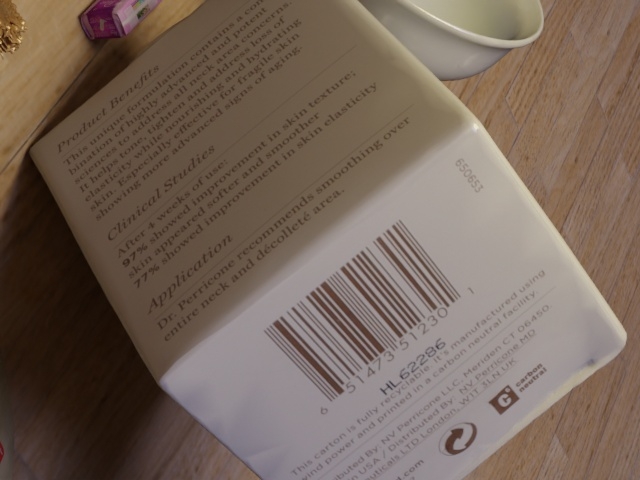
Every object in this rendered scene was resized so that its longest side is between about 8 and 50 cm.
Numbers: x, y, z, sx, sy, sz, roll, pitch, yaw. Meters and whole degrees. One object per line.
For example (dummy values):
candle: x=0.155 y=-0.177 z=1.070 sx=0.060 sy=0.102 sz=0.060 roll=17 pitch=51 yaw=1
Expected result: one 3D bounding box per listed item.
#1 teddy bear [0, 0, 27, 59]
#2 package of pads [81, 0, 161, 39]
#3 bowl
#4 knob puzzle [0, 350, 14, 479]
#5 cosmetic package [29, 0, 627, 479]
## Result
teddy bear: x=-0.346 y=-0.253 z=1.336 sx=0.245 sy=0.113 sz=0.338 roll=29 pitch=56 yaw=-58
package of pads: x=-0.196 y=-0.233 z=1.577 sx=0.083 sy=0.050 sz=0.032 roll=-55 pitch=135 yaw=-42
bowl: x=0.088 y=-0.268 z=1.734 sx=0.298 sy=0.134 sz=0.298 roll=25 pitch=34 yaw=-18
knob puzzle: x=-0.312 y=0.158 z=1.364 sx=0.213 sy=0.030 sz=0.213 roll=-8 pitch=90 yaw=-77
cosmetic package: x=0.000 y=0.000 z=1.445 sx=0.329 sy=0.393 sz=0.327 roll=-39 pitch=131 yaw=3
